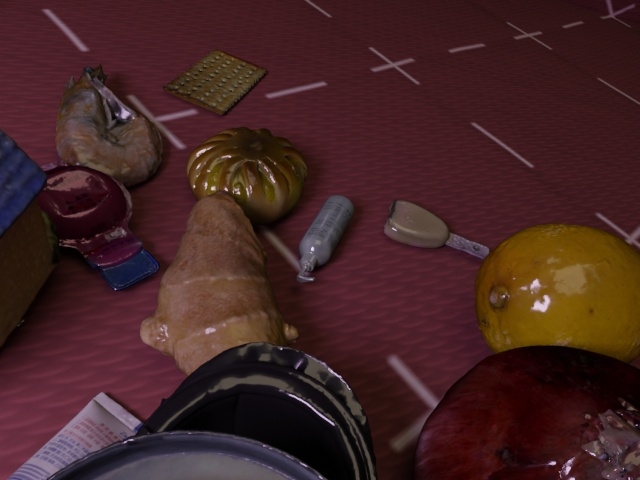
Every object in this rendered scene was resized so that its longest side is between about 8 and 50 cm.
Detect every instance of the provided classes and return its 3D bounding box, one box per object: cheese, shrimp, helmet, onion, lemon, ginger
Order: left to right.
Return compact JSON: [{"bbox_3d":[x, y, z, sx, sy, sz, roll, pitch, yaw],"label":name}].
[{"bbox_3d":[-0.326,-0.027,0.800,0.244,0.062,0.155,45,51,16],"label":"cheese"},{"bbox_3d":[-0.359,-0.205,0.970,0.168,0.077,0.317,8,47,-27],"label":"shrimp"},{"bbox_3d":[-0.129,0.063,0.740,0.190,0.126,0.354,-2,43,-8],"label":"ginger"},{"bbox_3d":[-0.068,0.252,0.532,0.231,0.160,0.278,15,46,2],"label":"helmet"},{"bbox_3d":[0.207,-0.011,0.998,0.192,0.037,0.097,21,43,2],"label":"cheese"},{"bbox_3d":[0.348,0.087,0.811,0.263,0.236,0.236,25,41,-13],"label":"lemon"},{"bbox_3d":[0.273,0.248,0.577,0.348,0.285,0.347,-2,54,2],"label":"onion"}]

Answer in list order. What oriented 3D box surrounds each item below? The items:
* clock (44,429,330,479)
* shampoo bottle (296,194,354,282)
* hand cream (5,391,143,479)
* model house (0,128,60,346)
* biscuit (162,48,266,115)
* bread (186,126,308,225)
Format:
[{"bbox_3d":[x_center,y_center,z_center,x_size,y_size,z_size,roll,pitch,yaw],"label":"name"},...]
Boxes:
[{"bbox_3d":[-0.094,0.289,0.360,0.319,0.066,0.318,3,55,-4],"label":"clock"},{"bbox_3d":[0.000,0.000,0.897,0.056,0.056,0.195,25,42,6],"label":"shampoo bottle"},{"bbox_3d":[-0.256,0.251,0.540,0.133,0.083,0.248,34,33,14],"label":"hand cream"},{"bbox_3d":[-0.445,-0.006,0.560,0.261,0.266,0.321,22,51,-1],"label":"model house"},{"bbox_3d":[-0.217,-0.340,1.194,0.139,0.016,0.231,23,42,3],"label":"biscuit"},{"bbox_3d":[-0.120,-0.119,0.942,0.214,0.104,0.213,8,44,-8],"label":"bread"}]
